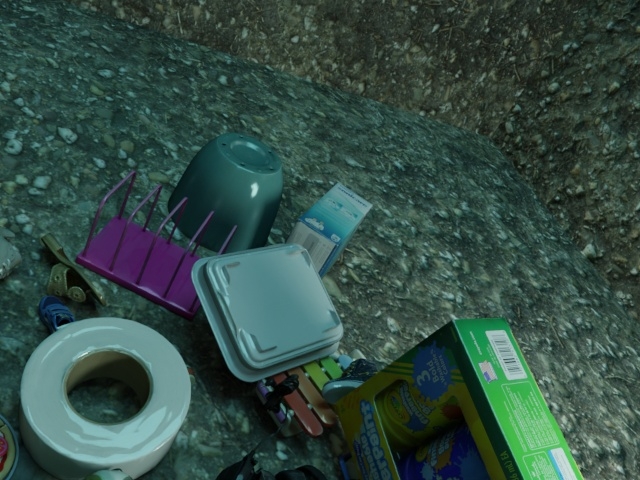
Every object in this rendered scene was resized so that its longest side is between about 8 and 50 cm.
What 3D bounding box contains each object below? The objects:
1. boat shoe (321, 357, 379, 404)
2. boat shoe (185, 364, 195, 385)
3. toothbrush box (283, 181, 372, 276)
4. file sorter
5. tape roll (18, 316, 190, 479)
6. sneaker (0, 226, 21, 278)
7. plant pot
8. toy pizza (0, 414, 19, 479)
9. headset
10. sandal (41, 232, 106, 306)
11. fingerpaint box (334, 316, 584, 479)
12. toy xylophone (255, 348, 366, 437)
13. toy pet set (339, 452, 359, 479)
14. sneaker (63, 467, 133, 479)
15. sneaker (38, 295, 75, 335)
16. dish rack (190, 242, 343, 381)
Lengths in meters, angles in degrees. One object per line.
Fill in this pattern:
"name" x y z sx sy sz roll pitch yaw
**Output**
"boat shoe" 0.062 0.300 1.446 0.183 0.065 0.083 11 36 -41
"boat shoe" -0.317 0.267 1.345 0.137 0.049 0.043 8 31 -30
"toothbrush box" 0.000 0.000 1.822 0.126 0.216 0.295 34 31 5
"file sorter" -0.364 -0.001 1.554 0.290 0.182 0.202 28 31 -4
"tape roll" -0.377 0.276 1.186 0.286 0.100 0.286 14 46 -14
"sneaker" -0.654 0.049 1.333 0.121 0.099 0.262 14 36 -32
"plant pot" -0.233 -0.144 1.813 0.293 0.235 0.293 21 33 -14
"toy pizza" -0.579 0.328 1.059 0.201 0.032 0.201 21 33 -14
"headset" -0.076 0.439 1.172 0.243 0.185 0.394 17 46 -22
"sandal" -0.543 0.082 1.419 0.079 0.088 0.240 -36 58 -23
"fingerpaint box" 0.247 0.418 1.206 0.163 0.371 0.445 4 55 -38
"toy xylophone" -0.023 0.313 1.491 0.236 0.081 0.322 45 34 22
"toy pet set" 0.073 0.493 1.361 0.122 0.065 0.114 -19 91 -48
"sneaker" -0.336 0.487 0.900 0.182 0.158 0.410 24 21 -38
"sneaker" -0.512 0.156 1.330 0.053 0.059 0.144 -5 45 -40
"dish rack" -0.094 0.134 1.460 0.332 0.072 0.286 -11 70 -46
